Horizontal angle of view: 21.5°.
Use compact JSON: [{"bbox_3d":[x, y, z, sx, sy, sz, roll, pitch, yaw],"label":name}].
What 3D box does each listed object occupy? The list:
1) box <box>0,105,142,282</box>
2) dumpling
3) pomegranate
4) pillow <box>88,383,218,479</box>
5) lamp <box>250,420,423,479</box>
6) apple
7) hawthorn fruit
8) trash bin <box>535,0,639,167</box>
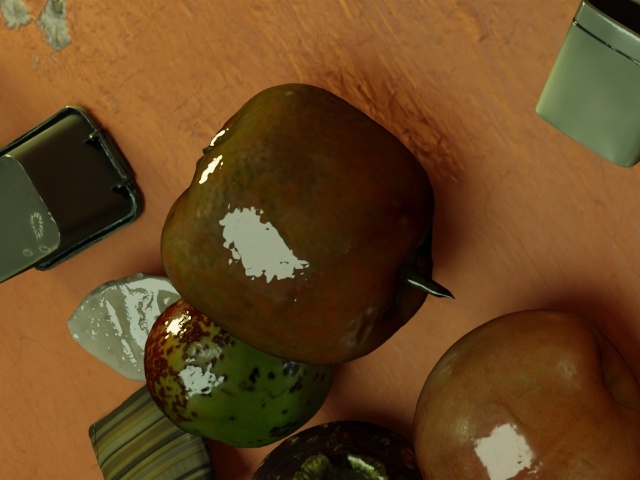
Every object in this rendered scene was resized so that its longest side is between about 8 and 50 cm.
[{"bbox_3d":[-0.351,-0.040,2.023,0.243,0.135,0.163,-25,97,41],"label":"box"},{"bbox_3d":[-0.203,0.094,2.014,0.176,0.092,0.150,25,125,20],"label":"dumpling"},{"bbox_3d":[-0.089,0.105,1.882,0.214,0.214,0.248,10,94,31],"label":"pomegranate"},{"bbox_3d":[-0.203,0.287,2.109,0.208,0.052,0.212,-38,63,38],"label":"pillow"},{"bbox_3d":[0.027,0.313,1.875,0.247,0.247,0.247,16,121,28],"label":"lamp"},{"bbox_3d":[0.223,0.191,1.674,0.253,0.253,0.254,16,121,28],"label":"apple"},{"bbox_3d":[0.000,0.000,1.713,0.301,0.268,0.268,32,128,12],"label":"hawthorn fruit"},{"bbox_3d":[0.274,-0.152,1.573,0.116,0.059,0.130,35,130,18],"label":"trash bin"}]
